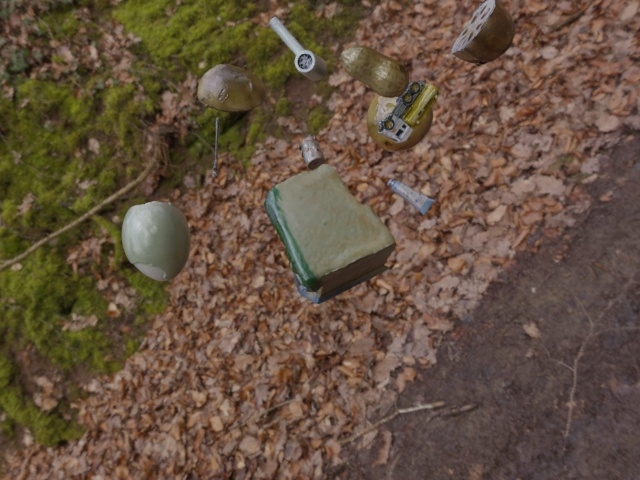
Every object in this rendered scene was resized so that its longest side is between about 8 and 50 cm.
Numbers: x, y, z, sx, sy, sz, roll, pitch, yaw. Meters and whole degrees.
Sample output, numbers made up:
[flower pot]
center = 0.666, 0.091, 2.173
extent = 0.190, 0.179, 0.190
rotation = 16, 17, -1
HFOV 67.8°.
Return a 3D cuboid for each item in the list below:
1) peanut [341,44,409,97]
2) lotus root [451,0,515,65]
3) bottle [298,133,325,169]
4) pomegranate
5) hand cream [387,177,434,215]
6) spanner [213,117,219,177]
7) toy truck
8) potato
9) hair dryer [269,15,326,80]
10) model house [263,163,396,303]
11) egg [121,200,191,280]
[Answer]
[peanut]
center = 0.165, -0.503, 1.416
extent = 0.110, 0.236, 0.120
rotation = -23, 56, 53
[lotus root]
center = 0.664, -0.810, 1.899
extent = 0.272, 0.192, 0.272
rotation = -48, 20, 24
[bottle]
center = -0.043, -0.404, 2.141
extent = 0.099, 0.098, 0.152
rotation = -32, 67, 31
[pomegranate]
center = 0.356, -0.561, 2.151
extent = 0.319, 0.319, 0.319
rotation = -37, 27, 22
[hand cream]
center = 0.312, -0.162, 1.675
extent = 0.065, 0.170, 0.043
rotation = -54, -14, 4
[spanner]
center = -0.363, -0.326, 1.667
extent = 0.054, 0.015, 0.255
rotation = 110, 159, -57
[toy truck]
center = 0.297, -0.435, 1.605
extent = 0.227, 0.114, 0.098
rotation = -54, 11, 8
[potato]
center = -0.383, -0.675, 2.037
extent = 0.116, 0.298, 0.239
rotation = 99, 179, -60
[hair dryer]
center = -0.080, -0.603, 1.465
extent = 0.073, 0.236, 0.131
rotation = -38, -2, 17
[model house]
center = 0.000, 0.000, 1.616
extent = 0.334, 0.382, 0.343
rotation = -24, -21, -18
[egg]
center = -0.695, 0.009, 2.034
extent = 0.278, 0.278, 0.337
rotation = -9, 89, 54
